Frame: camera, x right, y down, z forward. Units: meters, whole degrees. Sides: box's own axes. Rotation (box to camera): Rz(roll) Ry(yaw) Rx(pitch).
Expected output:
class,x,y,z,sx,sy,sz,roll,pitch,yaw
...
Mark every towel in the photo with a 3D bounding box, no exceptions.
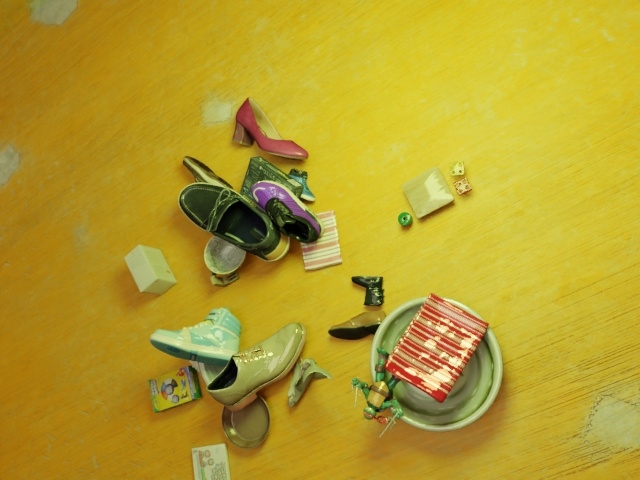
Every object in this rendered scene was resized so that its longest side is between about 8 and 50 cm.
class,x,y,z,sx,sy,sz,roll,pitch,yaw
towel,0.334,0.306,1.607,0.199,0.031,0.274,30,76,23
towel,0.000,0.000,1.968,0.144,0.029,0.196,-13,78,21

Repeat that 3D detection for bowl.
class,x,y,z,sx,sy,sz,roll,pitch,yaw
bowl,-0.340,0.054,2.069,0.170,0.080,0.170,-6,69,16

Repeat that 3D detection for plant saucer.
class,x,y,z,sx,sy,sz,roll,pitch,yaw
plant saucer,-0.256,0.629,1.955,0.199,0.036,0.198,-5,77,23
plant saucer,0.354,0.374,1.700,0.401,0.100,0.400,-5,78,23

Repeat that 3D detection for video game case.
class,x,y,z,sx,sy,sz,roll,pitch,yaw
video game case,-0.392,0.818,1.988,0.143,0.019,0.157,-16,74,20

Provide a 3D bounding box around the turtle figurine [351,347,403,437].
class,x,y,z,sx,sy,sz,roll,pitch,yaw
turtle figurine,0.174,0.449,1.647,0.175,0.118,0.234,24,74,9

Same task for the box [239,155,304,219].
class,x,y,z,sx,sy,sz,roll,pitch,yaw
box,-0.185,-0.174,2.026,0.233,0.059,0.183,36,120,26

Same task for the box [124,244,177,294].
class,x,y,z,sx,sy,sz,roll,pitch,yaw
box,-0.668,0.117,2.180,0.091,0.130,0.170,-38,67,12

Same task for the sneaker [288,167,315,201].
class,x,y,z,sx,sy,sz,roll,pitch,yaw
sneaker,-0.064,-0.208,2.016,0.152,0.058,0.084,37,104,31

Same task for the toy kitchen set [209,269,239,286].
class,x,y,z,sx,sy,sz,roll,pitch,yaw
toy kitchen set,-0.364,0.125,2.070,0.075,0.083,0.068,-31,70,16

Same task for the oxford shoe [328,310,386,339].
class,x,y,z,sx,sy,sz,roll,pitch,yaw
oxford shoe,0.125,0.280,1.847,0.212,0.076,0.076,-15,45,23

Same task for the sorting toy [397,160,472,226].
class,x,y,z,sx,sy,sz,roll,pitch,yaw
sorting toy,0.365,-0.159,1.825,0.275,0.046,0.132,-29,70,17

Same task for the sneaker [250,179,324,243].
class,x,y,z,sx,sy,sz,roll,pitch,yaw
sneaker,-0.123,-0.092,1.882,0.293,0.146,0.102,36,118,0

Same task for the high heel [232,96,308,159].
class,x,y,z,sx,sy,sz,roll,pitch,yaw
high heel,-0.180,-0.416,2.062,0.377,0.127,0.181,23,100,29

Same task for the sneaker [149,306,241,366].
class,x,y,z,sx,sy,sz,roll,pitch,yaw
sneaker,-0.432,0.320,1.983,0.127,0.319,0.208,133,150,-55

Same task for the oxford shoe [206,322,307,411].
class,x,y,z,sx,sy,sz,roll,pitch,yaw
oxford shoe,-0.214,0.417,1.887,0.397,0.146,0.140,-46,38,0

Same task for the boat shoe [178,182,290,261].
class,x,y,z,sx,sy,sz,roll,pitch,yaw
boat shoe,-0.330,-0.088,1.987,0.500,0.156,0.186,30,85,26

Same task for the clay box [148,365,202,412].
class,x,y,z,sx,sy,sz,roll,pitch,yaw
clay box,-0.562,0.565,2.092,0.222,0.053,0.127,-23,71,17

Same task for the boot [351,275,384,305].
class,x,y,z,sx,sy,sz,roll,pitch,yaw
boot,0.158,0.169,1.857,0.121,0.045,0.099,0,83,23

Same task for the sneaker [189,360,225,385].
class,x,y,z,sx,sy,sz,roll,pitch,yaw
sneaker,-0.429,0.450,2.047,0.091,0.094,0.258,-44,64,37

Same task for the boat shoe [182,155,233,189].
class,x,y,z,sx,sy,sz,roll,pitch,yaw
boat shoe,-0.463,-0.236,2.179,0.257,0.095,0.095,38,102,24

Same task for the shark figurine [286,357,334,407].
class,x,y,z,sx,sy,sz,roll,pitch,yaw
shark figurine,-0.024,0.441,1.839,0.116,0.278,0.166,17,52,-11
